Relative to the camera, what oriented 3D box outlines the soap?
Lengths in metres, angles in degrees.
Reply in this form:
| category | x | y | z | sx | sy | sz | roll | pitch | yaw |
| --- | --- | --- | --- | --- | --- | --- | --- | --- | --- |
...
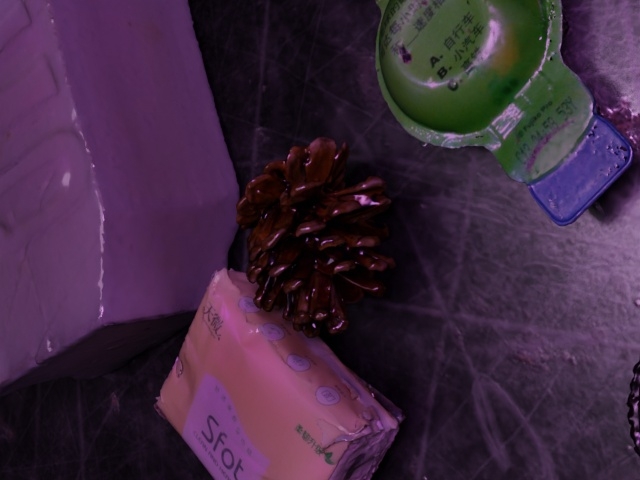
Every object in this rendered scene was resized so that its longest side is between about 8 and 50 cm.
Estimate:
| category | x | y | z | sx | sy | sz | roll | pitch | yaw |
| --- | --- | --- | --- | --- | --- | --- | --- | --- | --- |
| soap | -0.296 | -0.071 | 1.184 | 0.350 | 0.213 | 0.435 | -26 | 77 | 34 |

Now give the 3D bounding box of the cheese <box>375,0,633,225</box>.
| category | x | y | z | sx | sy | sz | roll | pitch | yaw |
| --- | --- | --- | --- | --- | --- | --- | --- | --- | --- |
| cheese | 0.156 | -0.155 | 0.910 | 0.204 | 0.083 | 0.320 | -49 | 61 | 26 |

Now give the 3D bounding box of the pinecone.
| category | x | y | z | sx | sy | sz | roll | pitch | yaw |
| --- | --- | --- | --- | --- | --- | --- | --- | --- | --- |
| pinecone | -0.004 | -0.001 | 0.983 | 0.150 | 0.179 | 0.195 | -4 | 75 | 14 |

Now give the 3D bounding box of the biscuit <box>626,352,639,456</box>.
| category | x | y | z | sx | sy | sz | roll | pitch | yaw |
| --- | --- | --- | --- | --- | --- | --- | --- | --- | --- |
| biscuit | 0.343 | 0.143 | 0.795 | 0.194 | 0.053 | 0.194 | 2 | 93 | 38 |

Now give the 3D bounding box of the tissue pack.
| category | x | y | z | sx | sy | sz | roll | pitch | yaw |
| --- | --- | --- | --- | --- | --- | --- | --- | --- | --- |
| tissue pack | -0.049 | 0.183 | 1.055 | 0.256 | 0.123 | 0.215 | 45 | 122 | 34 |
